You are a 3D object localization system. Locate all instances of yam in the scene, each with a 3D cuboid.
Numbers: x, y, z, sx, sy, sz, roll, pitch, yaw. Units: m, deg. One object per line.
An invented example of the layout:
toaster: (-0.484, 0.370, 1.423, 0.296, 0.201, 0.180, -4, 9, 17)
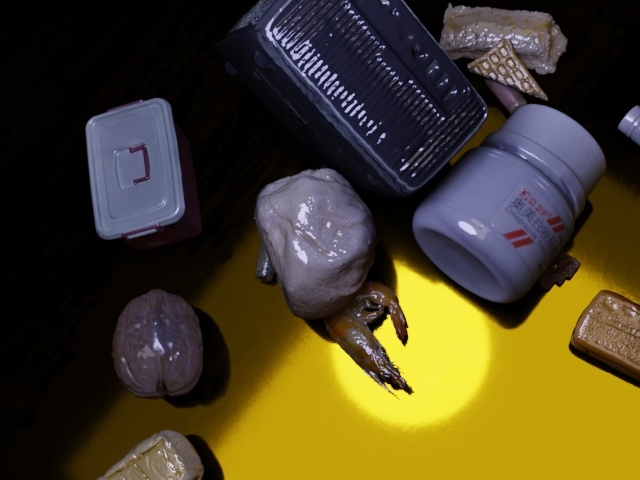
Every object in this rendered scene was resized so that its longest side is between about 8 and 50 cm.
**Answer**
yam: (-0.107, 0.035, 1.609, 0.043, 0.043, 0.094, 1, 72, 14)

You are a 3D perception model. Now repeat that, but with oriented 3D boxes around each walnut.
walnut: (-0.316, 0.196, 1.545, 0.178, 0.178, 0.230, -13, 59, 9)

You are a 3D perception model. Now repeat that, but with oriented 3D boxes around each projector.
projector: (0.039, -0.283, 1.411, 0.242, 0.405, 0.395, -45, 108, -5)

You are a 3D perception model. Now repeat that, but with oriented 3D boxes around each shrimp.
shrimp: (0.100, 0.177, 1.505, 0.150, 0.068, 0.249, -28, 63, 0)

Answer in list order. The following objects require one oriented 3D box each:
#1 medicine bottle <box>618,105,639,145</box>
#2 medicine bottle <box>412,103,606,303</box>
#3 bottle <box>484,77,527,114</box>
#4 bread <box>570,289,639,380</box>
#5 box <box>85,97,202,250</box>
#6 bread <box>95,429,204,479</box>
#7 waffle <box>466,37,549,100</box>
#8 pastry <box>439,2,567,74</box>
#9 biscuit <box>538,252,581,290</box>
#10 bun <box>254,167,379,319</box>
medicine bottle: (0.618, -0.207, 1.506, 0.058, 0.058, 0.091, -44, 69, -3)
medicine bottle: (0.341, -0.069, 1.429, 0.245, 0.245, 0.306, 36, 77, 21)
bottle: (0.373, -0.299, 1.601, 0.045, 0.045, 0.096, -31, 70, 2)
bread: (0.550, 0.175, 1.392, 0.200, 0.077, 0.116, 26, 79, 18)
box: (-0.357, -0.126, 1.651, 0.193, 0.167, 0.294, -15, 70, 10)
bread: (-0.331, 0.466, 1.489, 0.236, 0.106, 0.140, -39, 70, -1)
waffle: (0.369, -0.311, 1.570, 0.097, 0.023, 0.153, -36, 86, 19)
pastry: (0.367, -0.411, 1.619, 0.258, 0.089, 0.121, 15, 89, 20)
biscuit: (0.440, 0.050, 1.490, 0.092, 0.016, 0.082, -12, 66, 8)
bun: (0.002, 0.001, 1.462, 0.204, 0.281, 0.281, -22, 69, -4)
